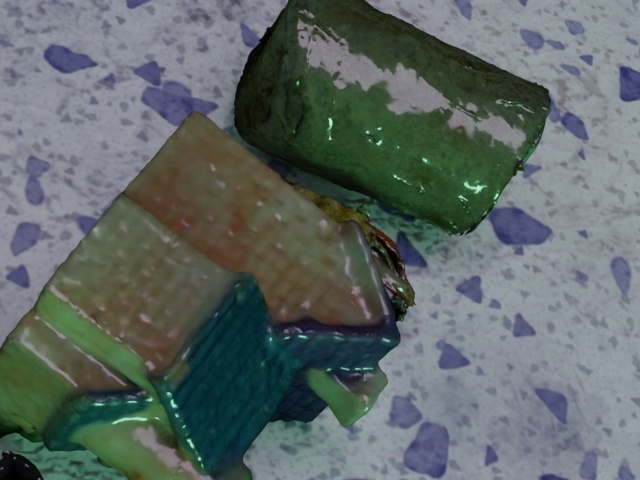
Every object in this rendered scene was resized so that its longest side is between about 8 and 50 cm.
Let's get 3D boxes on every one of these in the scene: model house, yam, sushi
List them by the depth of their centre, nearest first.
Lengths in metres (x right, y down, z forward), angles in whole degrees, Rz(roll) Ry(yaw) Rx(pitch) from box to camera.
[{"bbox_3d":[-0.098,0.100,1.331,0.280,0.245,0.312,38,50,-3],"label":"model house"},{"bbox_3d":[0.000,0.000,1.532,0.226,0.103,0.097,36,76,2],"label":"sushi"},{"bbox_3d":[0.065,-0.135,1.597,0.300,0.195,0.195,25,49,-5],"label":"yam"}]

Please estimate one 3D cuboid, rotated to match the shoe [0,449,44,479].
[{"bbox_3d":[-0.239,0.241,1.244,0.071,0.099,0.169,-2,57,-27],"label":"shoe"}]
